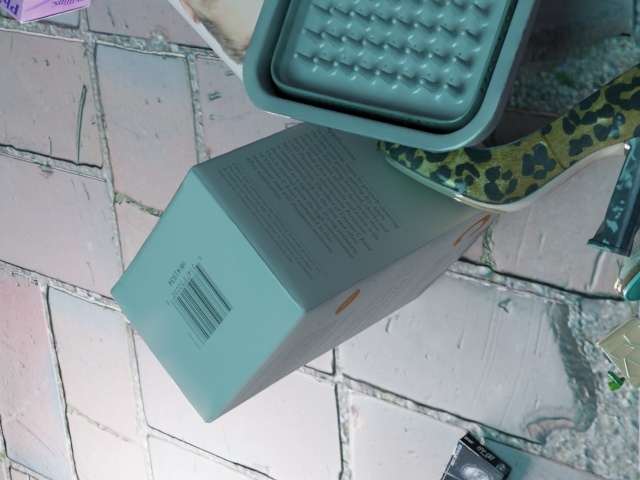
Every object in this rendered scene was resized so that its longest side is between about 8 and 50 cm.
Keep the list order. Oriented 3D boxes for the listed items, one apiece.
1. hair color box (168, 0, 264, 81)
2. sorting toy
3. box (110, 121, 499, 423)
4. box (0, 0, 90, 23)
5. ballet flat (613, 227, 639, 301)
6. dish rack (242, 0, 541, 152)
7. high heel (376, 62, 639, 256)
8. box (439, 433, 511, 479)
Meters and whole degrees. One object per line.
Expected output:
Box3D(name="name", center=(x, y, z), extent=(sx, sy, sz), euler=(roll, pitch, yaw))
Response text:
Box3D(name="hair color box", center=(-0.120, -0.348, 1.340), extent=(0.347, 0.105, 0.174), euler=(47, 136, 4))
Box3D(name="sorting toy", center=(0.308, 0.118, 1.263), extent=(0.062, 0.012, 0.083), euler=(50, 132, 7))
Box3D(name="box", center=(0.000, 0.000, 1.253), extent=(0.168, 0.345, 0.215), euler=(51, 135, 12))
Box3D(name="box", center=(-0.376, -0.436, 1.564), extent=(0.213, 0.117, 0.243), euler=(40, 133, 22))
Box3D(name="ballet flat", center=(0.337, -0.033, 1.128), extent=(0.221, 0.076, 0.079), euler=(-47, 58, 40))
Box3D(name="dish rack", center=(0.090, -0.248, 1.155), extent=(0.285, 0.072, 0.333), euler=(17, 86, 34))
Box3D(name="high heel", center=(0.194, -0.112, 1.160), extent=(0.261, 0.093, 0.186), euler=(20, 96, 16))
Box3D(name="box", center=(0.178, 0.274, 1.458), extent=(0.067, 0.018, 0.083), euler=(39, 132, 24))
